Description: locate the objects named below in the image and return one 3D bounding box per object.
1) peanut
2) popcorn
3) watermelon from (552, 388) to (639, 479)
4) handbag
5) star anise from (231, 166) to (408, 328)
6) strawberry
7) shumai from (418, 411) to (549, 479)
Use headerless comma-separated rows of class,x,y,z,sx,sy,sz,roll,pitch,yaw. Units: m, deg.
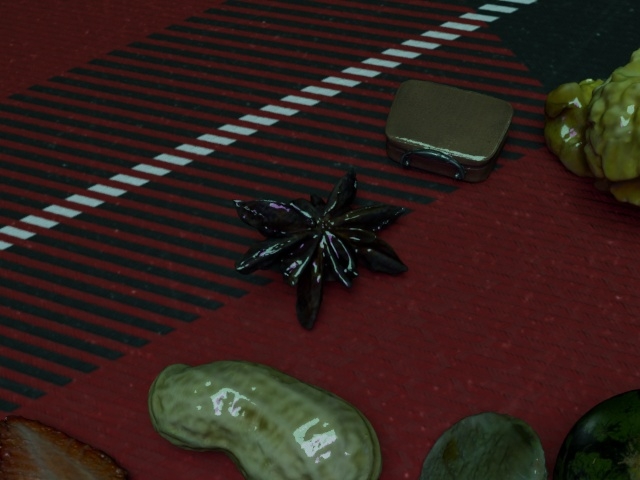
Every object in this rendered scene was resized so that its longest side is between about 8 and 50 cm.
peanut,-0.076,0.241,0.852,0.325,0.140,0.153,12,81,16
popcorn,0.489,-0.162,0.958,0.332,0.225,0.265,4,48,34
watermelon,0.380,0.293,0.700,0.269,0.269,0.269,-3,62,6
handbag,0.202,-0.177,1.075,0.193,0.072,0.151,21,67,16
star anise,0.000,-0.004,0.984,0.282,0.129,0.212,-26,68,-16
strawberry,-0.341,0.332,0.846,0.236,0.175,0.107,28,97,60
shumai,0.208,0.306,0.792,0.120,0.201,0.201,37,66,-21
